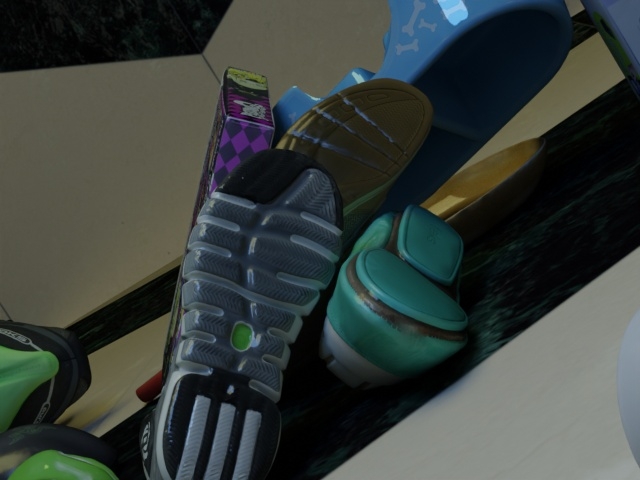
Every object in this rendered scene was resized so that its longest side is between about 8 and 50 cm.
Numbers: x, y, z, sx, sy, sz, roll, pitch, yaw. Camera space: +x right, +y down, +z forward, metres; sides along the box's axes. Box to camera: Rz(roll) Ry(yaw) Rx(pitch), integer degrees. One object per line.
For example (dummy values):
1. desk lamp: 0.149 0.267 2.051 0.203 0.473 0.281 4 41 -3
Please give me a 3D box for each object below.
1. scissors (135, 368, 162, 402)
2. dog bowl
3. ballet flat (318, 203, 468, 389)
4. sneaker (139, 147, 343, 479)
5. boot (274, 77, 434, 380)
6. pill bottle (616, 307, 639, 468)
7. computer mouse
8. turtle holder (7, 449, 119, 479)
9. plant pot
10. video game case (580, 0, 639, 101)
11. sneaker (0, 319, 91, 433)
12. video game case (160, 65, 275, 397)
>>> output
1. scissors: -0.068 0.072 1.201 0.109 0.021 0.297 -36 1 -41
2. dog bowl: 0.082 -0.119 1.119 0.166 0.074 0.297 13 -50 -47
3. ballet flat: 0.042 0.045 0.826 0.087 0.083 0.247 -56 0 15
4. sneaker: -0.060 0.060 0.814 0.132 0.086 0.229 129 162 -57
5. boot: 0.000 0.000 0.961 0.213 0.077 0.165 -49 -21 -19
6. pill bottle: 0.149 0.024 0.316 0.087 0.087 0.160 -37 7 -39
7. computer mouse: -0.282 0.212 1.057 0.272 0.072 0.188 -31 5 10
8. turtle holder: -0.282 0.162 0.688 0.320 0.243 0.227 -42 -10 -8
9. plant pot: 0.093 -0.012 1.159 0.236 0.032 0.236 -32 5 3
10. video game case: 0.315 -0.267 1.075 0.269 0.244 0.061 -32 7 -1
11. sneaker: -0.387 0.192 1.480 0.202 0.185 0.483 -14 -2 -36
12. video game case: -0.081 -0.004 1.079 0.210 0.042 0.232 -103 26 -73
